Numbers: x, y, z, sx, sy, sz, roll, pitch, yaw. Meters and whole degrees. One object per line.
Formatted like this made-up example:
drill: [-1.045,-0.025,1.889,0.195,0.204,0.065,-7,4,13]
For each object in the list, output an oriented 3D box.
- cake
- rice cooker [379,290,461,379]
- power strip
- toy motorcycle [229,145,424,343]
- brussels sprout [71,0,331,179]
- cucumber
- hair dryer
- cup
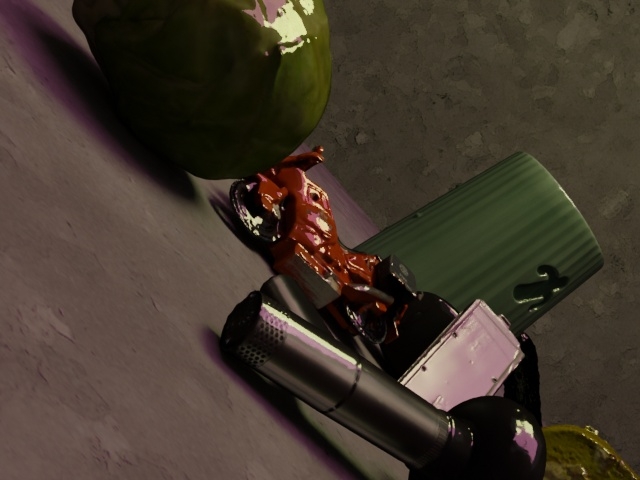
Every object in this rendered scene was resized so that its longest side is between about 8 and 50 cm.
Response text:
cake: [0.453,0.433,1.604,0.261,0.179,0.156,53,7,20]
rice cooker: [0.172,0.171,1.413,0.203,0.142,0.118,53,-5,4]
power strip: [0.190,0.183,1.280,0.109,0.037,0.279,49,43,3]
toy motorcycle: [0.000,0.000,1.303,0.325,0.147,0.221,45,30,-22]
brussels sprout: [-0.130,-0.226,1.090,0.328,0.328,0.247,50,33,4]
cucumber: [0.397,0.311,1.829,0.081,0.072,0.304,-107,-171,-71]
hair dryer: [0.050,0.115,0.929,0.320,0.156,0.284,39,20,-15]
cup: [0.279,0.056,1.735,0.310,0.392,0.401,56,2,5]
